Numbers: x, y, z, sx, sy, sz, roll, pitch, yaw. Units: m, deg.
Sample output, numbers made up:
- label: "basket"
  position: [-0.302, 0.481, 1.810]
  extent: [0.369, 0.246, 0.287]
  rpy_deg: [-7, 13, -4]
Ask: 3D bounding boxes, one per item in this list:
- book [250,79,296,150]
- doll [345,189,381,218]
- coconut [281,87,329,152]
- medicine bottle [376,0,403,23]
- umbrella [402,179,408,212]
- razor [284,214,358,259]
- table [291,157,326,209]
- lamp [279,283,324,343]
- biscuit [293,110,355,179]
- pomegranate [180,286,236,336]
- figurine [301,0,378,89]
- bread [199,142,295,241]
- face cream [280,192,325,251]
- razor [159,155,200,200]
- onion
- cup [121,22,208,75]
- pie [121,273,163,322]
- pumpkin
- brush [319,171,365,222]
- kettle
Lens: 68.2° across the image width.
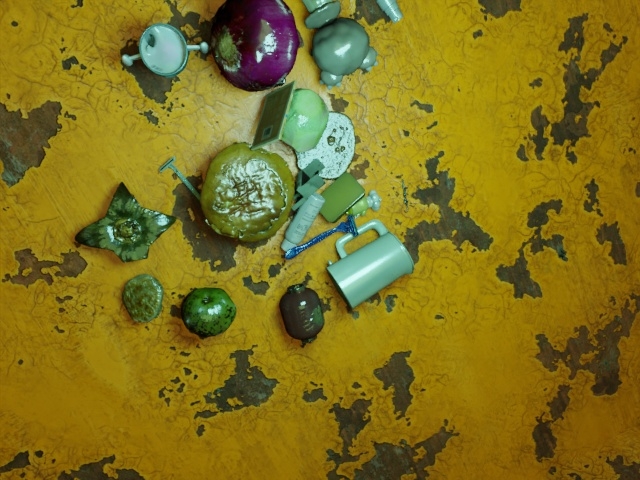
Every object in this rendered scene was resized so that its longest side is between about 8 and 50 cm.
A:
- label: "book"
  position: [-0.167, -0.443, 1.688]
  extent: [0.018, 0.170, 0.241]
  rpy_deg: [28, 67, -37]
- label: "doll"
  position: [0.177, -0.154, 1.978]
  extent: [0.163, 0.062, 0.106]
  rpy_deg: [-15, 102, -7]
- label: "coconut"
  position: [-0.076, -0.444, 1.758]
  extent: [0.205, 0.236, 0.235]
  rpy_deg: [-31, 107, -29]
- label: "medicine bottle"
  position: [0.199, -0.988, 1.792]
  extent: [0.110, 0.110, 0.351]
  rpy_deg: [-40, 106, -2]
- label: "umbrella"
  position: [0.365, -0.194, 2.031]
  extent: [0.022, 0.022, 0.148]
  rpy_deg: [-6, 98, -6]
- label: "razor"
  position: [-0.003, -0.004, 1.935]
  extent: [0.324, 0.056, 0.093]
  rpy_deg: [-25, 112, -9]
- label: "table"
  position: [-0.059, -0.219, 1.840]
  extent: [0.175, 0.146, 0.062]
  rpy_deg: [-37, 116, 21]
- label: "lamp"
  position: [-0.075, 0.295, 1.963]
  extent: [0.180, 0.180, 0.257]
  rpy_deg: [-15, 102, -9]
- label: "biscuit"
  position: [0.017, -0.386, 1.904]
  extent: [0.258, 0.049, 0.272]
  rpy_deg: [11, 97, -11]
- label: "pomegranate"
  position: [-0.450, 0.301, 1.888]
  extent: [0.215, 0.214, 0.247]
  rpy_deg: [6, 137, -13]
- label: "figurine"
  position: [0.049, -0.778, 1.755]
  extent: [0.249, 0.203, 0.380]
  rpy_deg: [-27, 104, -2]
- label: "bread"
  position: [-0.277, -0.179, 1.808]
  extent: [0.337, 0.204, 0.357]
  rpy_deg: [18, 93, -12]
- label: "face cream"
  position: [-0.078, -0.069, 1.909]
  extent: [0.082, 0.082, 0.268]
  rpy_deg: [26, 110, -15]
- label: "razor"
  position: [-0.522, -0.224, 1.836]
  extent: [0.084, 0.035, 0.211]
  rpy_deg: [-33, 113, 21]
- label: "onion"
  position: [-0.194, -0.713, 1.686]
  extent: [0.385, 0.348, 0.347]
  rpy_deg: [-28, 109, -42]
- label: "cup"
  position: [-0.544, -0.658, 1.668]
  extent: [0.300, 0.173, 0.167]
  rpy_deg: [-13, 104, -9]
- label: "pie"
  position: [-0.697, 0.225, 1.862]
  extent: [0.163, 0.079, 0.193]
  rpy_deg: [18, 97, -7]
- label: "pumpkin"
  position: [-0.737, -0.043, 1.790]
  extent: [0.258, 0.095, 0.290]
  rpy_deg: [37, 88, -12]
- label: "brush"
  position: [0.079, -0.171, 1.924]
  extent: [0.197, 0.059, 0.123]
  rpy_deg: [-42, 75, 6]
- label: "kettle"
  position: [0.193, 0.102, 1.984]
  extent: [0.318, 0.265, 0.205]
  rpy_deg: [-31, 137, -4]
